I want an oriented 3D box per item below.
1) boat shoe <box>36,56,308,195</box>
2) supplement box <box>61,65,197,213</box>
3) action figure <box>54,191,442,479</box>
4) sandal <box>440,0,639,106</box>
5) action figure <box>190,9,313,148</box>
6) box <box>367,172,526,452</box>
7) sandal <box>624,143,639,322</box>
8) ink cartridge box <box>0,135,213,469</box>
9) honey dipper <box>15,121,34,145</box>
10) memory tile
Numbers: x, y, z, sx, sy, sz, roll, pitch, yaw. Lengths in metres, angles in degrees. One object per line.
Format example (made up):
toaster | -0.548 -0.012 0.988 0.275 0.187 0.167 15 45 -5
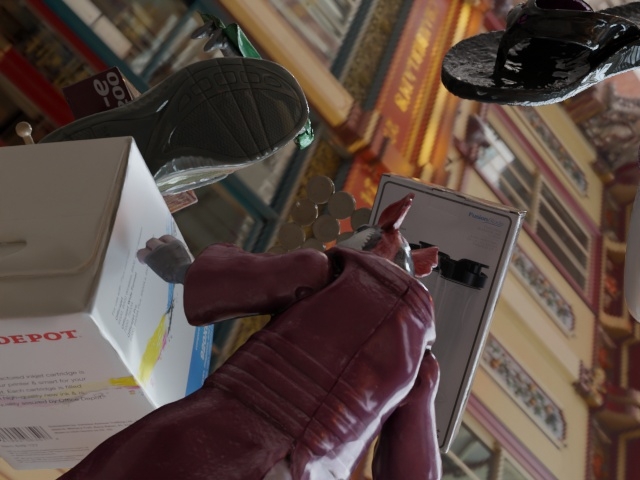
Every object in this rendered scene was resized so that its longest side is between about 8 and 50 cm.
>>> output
boat shoe | -0.158 -0.103 0.977 0.320 0.118 0.103 -28 -174 -28
supplement box | -0.224 -0.109 1.143 0.073 0.130 0.239 -24 173 0
action figure | -0.031 0.100 0.553 0.370 0.248 0.275 -55 -174 -23
sandal | 0.342 -0.282 1.243 0.445 0.107 0.167 -19 -140 -25
action figure | -0.077 -0.201 1.260 0.063 0.232 0.137 -43 -141 3
box | 0.120 0.080 1.109 0.087 0.169 0.290 -12 117 -71
sandal | 0.317 -0.129 0.740 0.102 0.169 0.417 -134 -134 -55
ink cartridge box | -0.204 0.057 0.760 0.171 0.233 0.168 -4 -128 11
honey dipper | -0.325 -0.064 1.119 0.030 0.161 0.030 -20 -167 5
memory tile | 0.000 0.000 1.220 0.148 0.113 0.012 -59 165 15
